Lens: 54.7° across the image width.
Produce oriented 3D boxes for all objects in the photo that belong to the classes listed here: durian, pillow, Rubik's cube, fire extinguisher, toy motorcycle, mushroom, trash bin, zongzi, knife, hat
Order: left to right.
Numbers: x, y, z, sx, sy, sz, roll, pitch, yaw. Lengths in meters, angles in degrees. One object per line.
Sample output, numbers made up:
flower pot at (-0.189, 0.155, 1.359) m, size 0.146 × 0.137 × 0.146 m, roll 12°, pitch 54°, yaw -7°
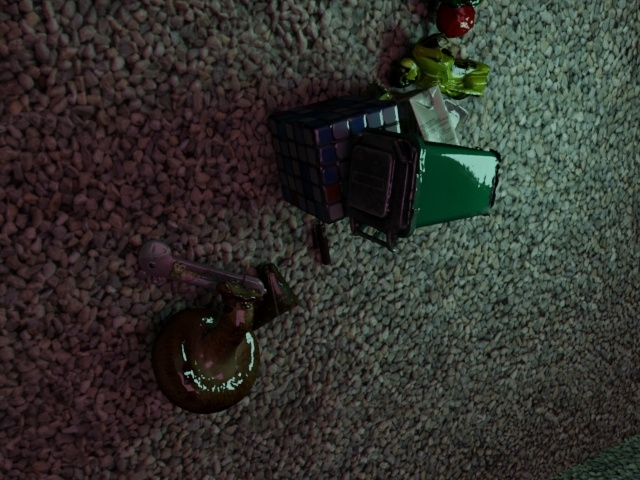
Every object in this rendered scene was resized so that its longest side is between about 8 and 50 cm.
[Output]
knife at (-0.342, 0.106, 1.825) m, size 0.399 × 0.038 × 0.132 m, roll 18°, pitch 103°, yaw -22°
mushroom at (-0.287, 0.324, 1.799) m, size 0.331 × 0.356 × 0.334 m, roll 35°, pitch 43°, yaw -58°
zongzi at (-0.185, 0.174, 1.950) m, size 0.184 × 0.084 × 0.187 m, roll -32°, pitch 112°, yaw -6°
fire extinguisher at (0.000, 0.000, 2.023) m, size 0.049 × 0.035 × 0.173 m, roll -4°, pitch 112°, yaw 12°
Rubik's cube at (0.051, -0.250, 1.817) m, size 0.287 × 0.292 × 0.293 m, roll -21°, pitch 113°, yaw -22°
durian at (0.180, -0.389, 1.911) m, size 0.096 × 0.137 × 0.220 m, roll -3°, pitch 134°, yaw -22°
trash bin at (0.277, -0.143, 1.663) m, size 0.381 × 0.259 × 0.295 m, roll -4°, pitch 108°, yaw -32°
pillow at (0.420, -0.367, 2.134) m, size 0.131 × 0.038 × 0.232 m, roll 25°, pitch 95°, yaw -30°
toy motorcycle at (0.398, -0.561, 2.003) m, size 0.342 × 0.142 × 0.206 m, roll 4°, pitch 145°, yaw -29°
hat at (0.429, -0.790, 1.890) m, size 0.274 × 0.242 × 0.332 m, roll -12°, pitch 114°, yaw -28°

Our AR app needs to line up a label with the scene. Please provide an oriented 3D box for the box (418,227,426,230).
box at (0.291, -0.120, 2.128) m, size 0.201 × 0.058 × 0.141 m, roll 10°, pitch 100°, yaw -32°

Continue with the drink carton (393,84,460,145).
drink carton at (0.333, -0.314, 1.979) m, size 0.132 × 0.194 × 0.324 m, roll -31°, pitch 107°, yaw -21°
